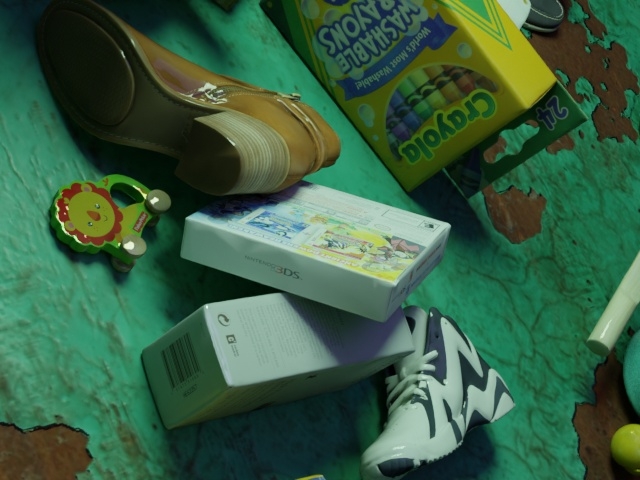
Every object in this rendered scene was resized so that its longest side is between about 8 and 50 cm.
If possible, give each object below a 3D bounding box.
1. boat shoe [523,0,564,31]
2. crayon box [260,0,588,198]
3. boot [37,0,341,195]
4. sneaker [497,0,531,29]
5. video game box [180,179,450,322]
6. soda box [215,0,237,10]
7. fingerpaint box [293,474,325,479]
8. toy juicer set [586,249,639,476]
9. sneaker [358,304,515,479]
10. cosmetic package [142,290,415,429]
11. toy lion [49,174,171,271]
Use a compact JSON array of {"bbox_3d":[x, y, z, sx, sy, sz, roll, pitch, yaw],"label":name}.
[{"bbox_3d":[0.245,-0.344,1.905,0.206,0.065,0.075,36,47,-19],"label":"boat shoe"},{"bbox_3d":[0.108,-0.196,1.603,0.323,0.203,0.083,51,45,-3],"label":"crayon box"},{"bbox_3d":[-0.120,-0.146,1.452,0.283,0.109,0.220,33,22,19],"label":"boot"},{"bbox_3d":[0.178,-0.340,1.816,0.169,0.108,0.293,23,68,-31],"label":"sneaker"},{"bbox_3d":[0.000,0.000,1.395,0.205,0.048,0.187,17,20,16],"label":"video game box"},{"bbox_3d":[-0.078,-0.335,1.634,0.061,0.058,0.181,39,47,-14],"label":"soda box"},{"bbox_3d":[-0.108,0.432,1.078,0.371,0.163,0.445,-6,70,-41],"label":"fingerpaint box"},{"bbox_3d":[0.382,0.173,1.707,0.209,0.089,0.329,-30,95,-33],"label":"toy juicer set"},{"bbox_3d":[0.087,0.141,1.465,0.235,0.094,0.153,-24,80,-45],"label":"sneaker"},{"bbox_3d":[-0.036,0.102,1.370,0.231,0.117,0.086,-6,70,-40],"label":"cosmetic package"},{"bbox_3d":[-0.199,-0.024,1.371,0.096,0.034,0.100,34,47,-10],"label":"toy lion"}]
